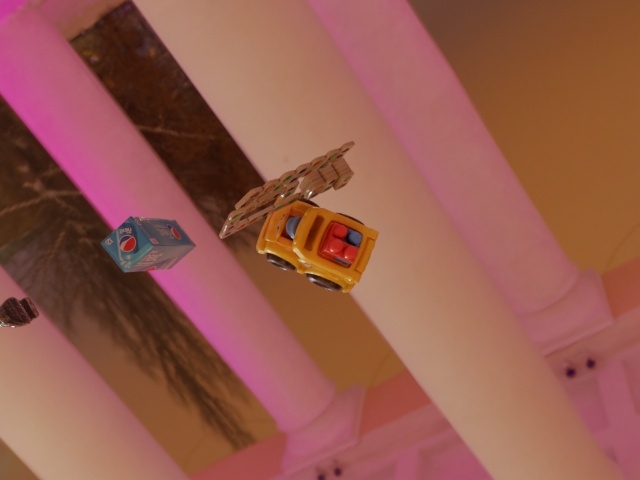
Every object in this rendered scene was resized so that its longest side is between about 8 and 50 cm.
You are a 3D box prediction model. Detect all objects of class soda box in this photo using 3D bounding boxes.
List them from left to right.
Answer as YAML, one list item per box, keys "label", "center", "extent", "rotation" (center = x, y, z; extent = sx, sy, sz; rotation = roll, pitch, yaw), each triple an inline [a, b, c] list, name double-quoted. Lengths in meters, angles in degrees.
- label: "soda box"
  center: [-0.294, 0.007, 1.471]
  extent: [0.071, 0.067, 0.210]
  rotation: [-41, 172, 8]

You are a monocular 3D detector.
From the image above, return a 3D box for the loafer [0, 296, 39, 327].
- label: "loafer"
  center: [-0.596, 0.148, 1.630]
  extent: [0.061, 0.062, 0.170]
  rotation: [-31, 177, -5]

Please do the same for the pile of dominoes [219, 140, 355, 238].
- label: "pile of dominoes"
  center: [-0.052, -0.078, 1.513]
  extent: [0.251, 0.040, 0.196]
  rotation: [-29, 171, -23]

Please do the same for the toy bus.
- label: "toy bus"
  center: [0.000, 0.000, 1.623]
  extent: [0.211, 0.220, 0.150]
  rotation: [148, -34, -81]
